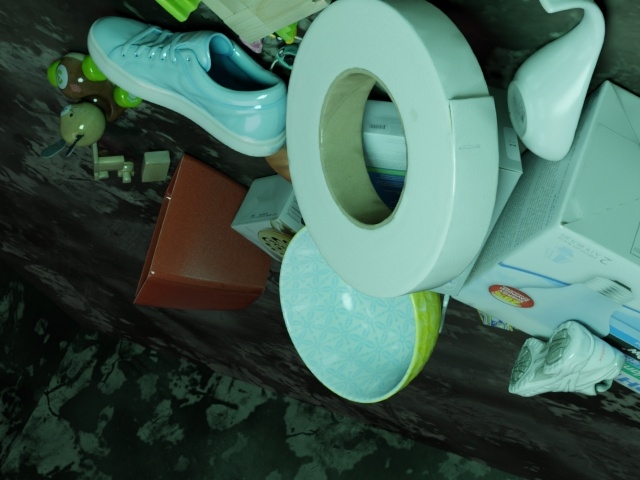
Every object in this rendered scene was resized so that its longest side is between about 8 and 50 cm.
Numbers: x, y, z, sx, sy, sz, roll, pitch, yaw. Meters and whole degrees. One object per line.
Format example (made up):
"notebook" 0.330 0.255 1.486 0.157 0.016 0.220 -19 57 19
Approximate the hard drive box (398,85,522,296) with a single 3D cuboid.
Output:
"hard drive box" 0.181 -0.071 1.392 0.089 0.181 0.232 13 133 -8

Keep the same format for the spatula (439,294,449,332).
"spatula" 0.217 0.018 1.616 0.019 0.242 0.168 11 156 6

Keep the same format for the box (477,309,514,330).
"box" 0.288 0.082 1.721 0.059 0.054 0.169 13 150 33

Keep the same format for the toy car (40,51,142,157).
"toy car" -0.440 -0.229 1.857 0.155 0.188 0.149 2 149 47

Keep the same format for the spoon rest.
"spoon rest" 0.279 -0.202 1.217 0.084 0.137 0.276 -13 150 -5

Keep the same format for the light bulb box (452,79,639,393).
"light bulb box" 0.424 0.019 1.403 0.358 0.225 0.361 27 158 -4

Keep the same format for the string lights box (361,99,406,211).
"string lights box" 0.099 -0.090 1.575 0.133 0.076 0.259 7 139 2

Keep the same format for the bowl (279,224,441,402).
"bowl" 0.089 0.090 1.583 0.289 0.156 0.289 18 116 43

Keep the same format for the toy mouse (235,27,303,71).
"toy mouse" -0.067 -0.291 1.500 0.161 0.031 0.143 24 163 10

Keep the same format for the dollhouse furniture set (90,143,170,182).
"dollhouse furniture set" -0.395 -0.198 2.110 0.151 0.123 0.144 -6 165 -15

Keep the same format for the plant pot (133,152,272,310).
"plant pot" -0.225 0.012 2.126 0.236 0.267 0.267 17 161 -11

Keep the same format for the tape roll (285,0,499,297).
"tape roll" 0.079 -0.120 1.317 0.072 0.392 0.392 -10 178 -30

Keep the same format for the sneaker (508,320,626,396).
"sneaker" 0.349 0.189 1.459 0.115 0.090 0.232 24 161 -7

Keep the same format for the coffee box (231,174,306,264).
"coffee box" 0.000 0.000 1.993 0.297 0.119 0.168 38 155 -29

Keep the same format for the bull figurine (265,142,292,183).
"bull figurine" 0.045 -0.098 1.738 0.310 0.101 0.188 30 152 -30

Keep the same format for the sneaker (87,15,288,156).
"sneaker" -0.195 -0.279 1.574 0.366 0.135 0.150 28 137 11

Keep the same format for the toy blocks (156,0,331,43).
"toy blocks" -0.080 -0.384 1.143 0.261 0.190 0.381 -15 137 44
